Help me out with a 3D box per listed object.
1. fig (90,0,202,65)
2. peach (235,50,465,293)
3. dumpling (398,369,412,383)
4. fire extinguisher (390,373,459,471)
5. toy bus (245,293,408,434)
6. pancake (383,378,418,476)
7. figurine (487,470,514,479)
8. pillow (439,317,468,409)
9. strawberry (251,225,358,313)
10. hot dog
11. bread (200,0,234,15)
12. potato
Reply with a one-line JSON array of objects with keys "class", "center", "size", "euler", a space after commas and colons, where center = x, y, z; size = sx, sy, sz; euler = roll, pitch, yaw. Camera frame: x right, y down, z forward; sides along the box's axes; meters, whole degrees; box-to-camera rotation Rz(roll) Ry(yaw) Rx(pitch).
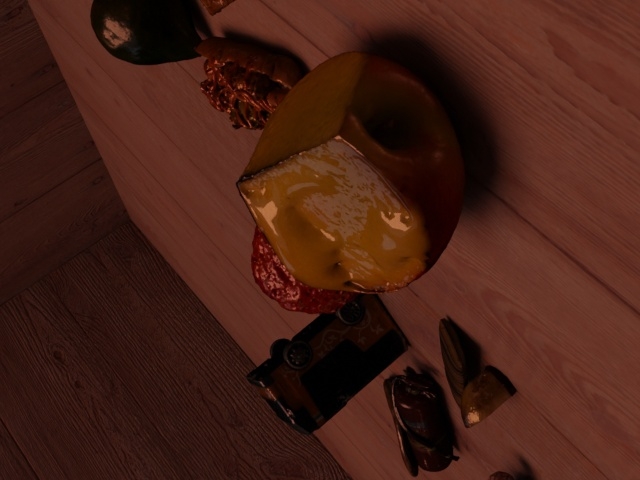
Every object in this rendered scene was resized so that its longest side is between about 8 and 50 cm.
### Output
[{"class": "fig", "center": [-0.333, -0.437, 1.772], "size": [0.244, 0.195, 0.195], "euler": [32, 161, 2]}, {"class": "peach", "center": [0.055, -0.084, 1.268], "size": [0.306, 0.242, 0.380], "euler": [40, 145, -15]}, {"class": "dumpling", "center": [0.203, 0.330, 2.046], "size": [0.077, 0.043, 0.059], "euler": [47, -172, -37]}, {"class": "fire extinguisher", "center": [0.241, 0.407, 1.994], "size": [0.141, 0.105, 0.341], "euler": [20, 146, 33]}, {"class": "toy bus", "center": [0.015, 0.263, 1.936], "size": [0.194, 0.323, 0.162], "euler": [53, 163, -8]}, {"class": "pancake", "center": [0.199, 0.456, 2.178], "size": [0.250, 0.031, 0.250], "euler": [-18, -90, -85]}, {"class": "figurine", "center": [0.424, 0.591, 1.756], "size": [0.281, 0.167, 0.370], "euler": [53, 155, -12]}, {"class": "pillow", "center": [0.261, 0.246, 1.688], "size": [0.203, 0.038, 0.113], "euler": [73, 179, -52]}, {"class": "strawberry", "center": [0.000, 0.000, 1.627], "size": [0.257, 0.257, 0.277], "euler": [52, 150, 8]}, {"class": "hot dog", "center": [-0.135, -0.280, 1.626], "size": [0.348, 0.117, 0.158], "euler": [32, 153, 51]}, {"class": "bread", "center": [-0.119, -0.423, 1.245], "size": [0.143, 0.158, 0.149], "euler": [8, 130, 61]}, {"class": "potato", "center": [0.292, 0.289, 1.615], "size": [0.066, 0.103, 0.096], "euler": [50, 162, 4]}]
